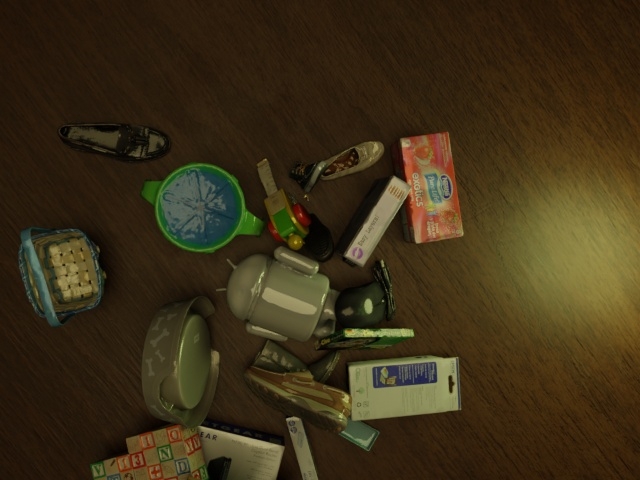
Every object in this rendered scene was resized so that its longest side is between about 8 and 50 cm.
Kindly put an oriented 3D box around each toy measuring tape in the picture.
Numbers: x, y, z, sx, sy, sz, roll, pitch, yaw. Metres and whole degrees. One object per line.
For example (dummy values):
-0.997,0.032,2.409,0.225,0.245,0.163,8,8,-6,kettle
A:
-0.103,-0.093,1.730,0.121,0.121,0.330,-20,51,-4,toy measuring tape

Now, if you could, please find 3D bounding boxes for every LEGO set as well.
-0.075,-0.120,1.807,0.083,0.023,0.054,-36,94,-3,LEGO set

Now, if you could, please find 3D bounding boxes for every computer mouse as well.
0.142,0.168,1.724,0.072,0.272,0.188,-8,97,38,computer mouse

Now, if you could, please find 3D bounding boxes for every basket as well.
-0.690,0.081,1.629,0.201,0.289,0.254,-14,96,1,basket

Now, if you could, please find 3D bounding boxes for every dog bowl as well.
-0.369,0.321,1.649,0.102,0.349,0.348,1,92,8,dog bowl

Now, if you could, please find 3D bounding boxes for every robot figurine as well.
-0.112,0.158,1.725,0.354,0.199,0.299,21,113,-6,robot figurine

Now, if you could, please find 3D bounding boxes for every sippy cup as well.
-0.319,-0.087,1.689,0.240,0.224,0.305,-36,94,-4,sippy cup

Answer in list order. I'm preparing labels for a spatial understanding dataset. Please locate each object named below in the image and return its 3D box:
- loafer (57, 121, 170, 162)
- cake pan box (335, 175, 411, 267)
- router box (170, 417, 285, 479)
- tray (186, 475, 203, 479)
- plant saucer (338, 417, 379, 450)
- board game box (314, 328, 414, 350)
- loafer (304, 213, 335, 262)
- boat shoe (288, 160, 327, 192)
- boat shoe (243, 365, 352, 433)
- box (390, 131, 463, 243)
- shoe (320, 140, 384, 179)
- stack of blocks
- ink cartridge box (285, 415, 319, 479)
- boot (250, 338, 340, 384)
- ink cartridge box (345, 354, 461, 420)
-0.580,-0.280,1.726,0.303,0.095,0.109,5,91,-5,loafer
0.134,-0.053,1.716,0.070,0.246,0.266,32,88,-4,cake pan box
-0.302,0.686,1.783,0.336,0.082,0.301,15,91,-5,router box
-0.320,0.791,1.666,0.203,0.076,0.411,21,128,-10,tray
0.078,0.554,1.843,0.192,0.018,0.067,31,88,-5,plant saucer
0.124,0.277,1.723,0.260,0.136,0.030,7,61,-38,board game box
0.000,0.000,1.732,0.080,0.220,0.078,-31,123,5,loafer
-0.042,-0.193,1.731,0.083,0.183,0.065,37,70,-2,boat shoe
-0.061,0.425,1.730,0.324,0.123,0.116,23,53,12,boat shoe
0.302,-0.147,1.775,0.142,0.154,0.299,-9,91,-5,box
0.090,-0.231,1.800,0.219,0.058,0.076,-25,94,-3,shoe
-0.474,0.612,1.689,0.297,0.087,0.171,-19,81,14,stack of blocks
-0.055,0.596,1.793,0.046,0.097,0.207,-16,93,-4,ink cartridge box
-0.072,0.352,1.805,0.208,0.076,0.189,36,86,2,boot
0.244,0.433,1.825,0.333,0.065,0.165,-2,90,-6,ink cartridge box
